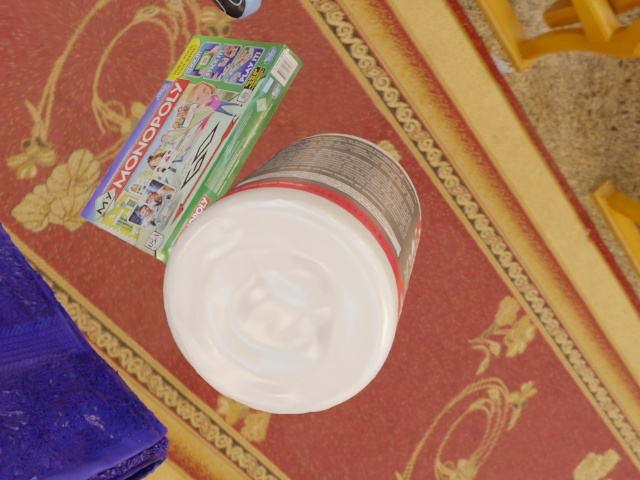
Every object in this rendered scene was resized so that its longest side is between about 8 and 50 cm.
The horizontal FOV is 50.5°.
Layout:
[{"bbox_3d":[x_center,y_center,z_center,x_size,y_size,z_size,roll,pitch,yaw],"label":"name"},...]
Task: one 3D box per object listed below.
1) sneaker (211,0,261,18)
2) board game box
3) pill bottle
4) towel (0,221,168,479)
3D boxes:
[{"bbox_3d":[-0.167,-0.349,0.791,0.232,0.081,0.090,51,53,-20],"label":"sneaker"},{"bbox_3d":[-0.182,-0.133,0.925,0.046,0.213,0.317,39,77,-46],"label":"board game box"},{"bbox_3d":[0.000,0.000,0.622,0.176,0.318,0.177,4,111,12],"label":"pill bottle"},{"bbox_3d":[-0.274,0.087,0.541,0.308,0.227,0.076,43,104,16],"label":"towel"}]
